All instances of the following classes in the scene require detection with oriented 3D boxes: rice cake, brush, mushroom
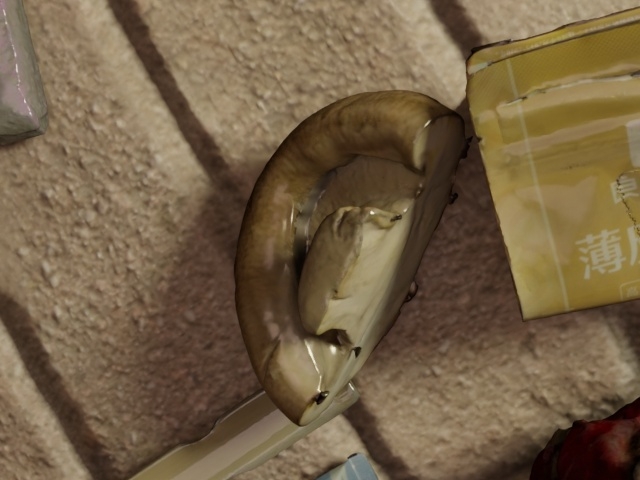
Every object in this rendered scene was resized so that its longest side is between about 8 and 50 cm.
[{"bbox_3d":[-0.331,-0.232,0.726,0.106,0.050,0.298,-12,94,9],"label":"rice cake"},{"bbox_3d":[-0.110,0.209,0.750,0.321,0.050,0.060,-34,88,3],"label":"brush"},{"bbox_3d":[0.000,0.000,0.664,0.151,0.156,0.286,29,103,24],"label":"mushroom"}]

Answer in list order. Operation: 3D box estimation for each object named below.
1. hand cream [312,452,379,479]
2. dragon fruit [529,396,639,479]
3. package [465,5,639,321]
[{"bbox_3d":[-0.059,0.281,0.750,0.256,0.055,0.088,-24,97,4],"label":"hand cream"},{"bbox_3d":[0.296,0.253,0.559,0.329,0.329,0.329,1,97,8],"label":"dragon fruit"},{"bbox_3d":[0.267,-0.090,0.562,0.311,0.165,0.221,-12,68,12],"label":"package"}]
